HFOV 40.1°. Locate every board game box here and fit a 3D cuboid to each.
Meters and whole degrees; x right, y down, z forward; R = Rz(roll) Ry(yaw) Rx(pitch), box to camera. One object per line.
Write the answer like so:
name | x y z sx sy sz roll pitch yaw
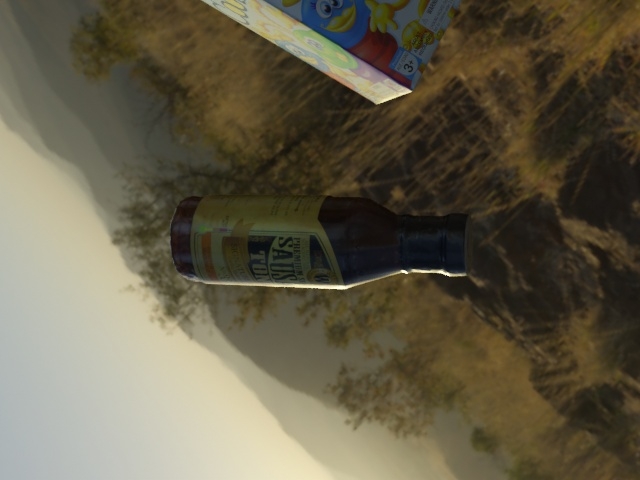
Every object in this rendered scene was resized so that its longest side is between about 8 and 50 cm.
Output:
board game box | -0.009 -0.272 0.882 0.275 0.144 0.142 28 178 -11

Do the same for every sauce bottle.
sauce bottle | 0.000 0.000 0.377 0.128 0.042 0.042 0 150 18
